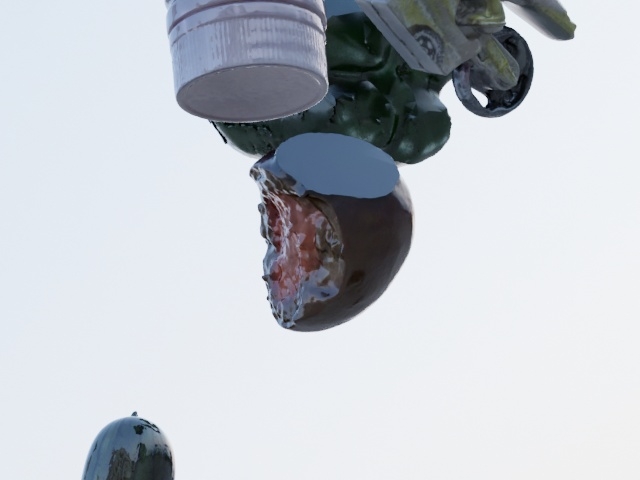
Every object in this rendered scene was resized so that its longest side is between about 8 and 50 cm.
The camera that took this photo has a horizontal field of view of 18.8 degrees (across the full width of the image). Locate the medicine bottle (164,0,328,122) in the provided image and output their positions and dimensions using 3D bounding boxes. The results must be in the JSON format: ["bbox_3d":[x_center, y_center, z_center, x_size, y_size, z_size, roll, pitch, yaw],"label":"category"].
[{"bbox_3d":[-0.064,-0.232,1.565,0.133,0.249,0.133,-6,-17,-2],"label":"medicine bottle"}]

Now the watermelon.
[{"bbox_3d":[-0.154,0.191,1.549,0.078,0.110,0.078,10,-12,2],"label":"watermelon"}]

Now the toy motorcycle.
[{"bbox_3d":[0.130,-0.282,1.897,0.341,0.108,0.223,44,-105,-32],"label":"toy motorcycle"}]

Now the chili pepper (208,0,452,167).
[{"bbox_3d":[0.019,-0.180,2.117,0.249,0.257,0.233,-8,-75,-41],"label":"chili pepper"}]

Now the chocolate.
[{"bbox_3d":[0.000,0.000,1.393,0.127,0.124,0.133,16,-51,-8],"label":"chocolate"}]
